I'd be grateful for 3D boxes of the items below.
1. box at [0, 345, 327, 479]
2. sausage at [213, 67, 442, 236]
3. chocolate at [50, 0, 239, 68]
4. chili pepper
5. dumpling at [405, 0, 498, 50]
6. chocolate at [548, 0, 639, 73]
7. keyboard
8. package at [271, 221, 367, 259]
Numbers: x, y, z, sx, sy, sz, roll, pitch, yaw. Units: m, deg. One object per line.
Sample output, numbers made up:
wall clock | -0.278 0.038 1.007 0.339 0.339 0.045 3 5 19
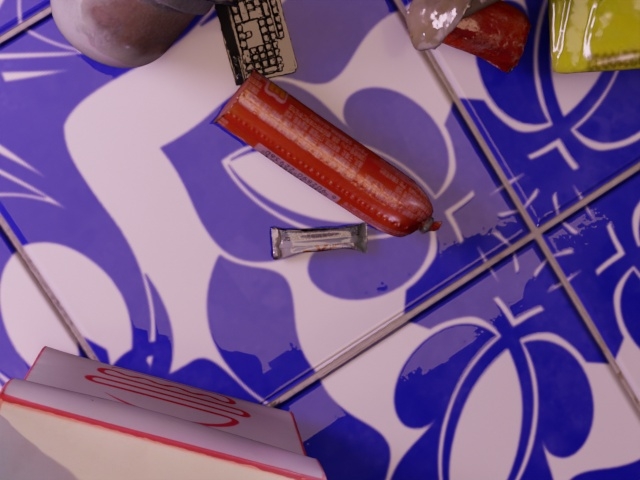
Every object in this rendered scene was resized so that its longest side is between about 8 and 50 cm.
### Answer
box | -0.193 0.305 1.222 0.312 0.300 0.314 16 94 -8
sausage | 0.017 -0.083 1.339 0.274 0.074 0.074 34 89 -9
chocolate | -0.198 -0.255 1.264 0.221 0.221 0.147 30 118 -9
chili pepper | 0.169 -0.238 1.354 0.123 0.070 0.073 19 121 -11
dumpling | 0.188 -0.357 1.295 0.086 0.166 0.332 20 75 -53
chocolate | 0.394 -0.328 1.302 0.301 0.137 0.288 -1 95 17
keyboard | -0.083 -0.272 1.339 0.074 0.015 0.196 -15 96 -7
package | 0.000 0.000 1.373 0.110 0.015 0.037 -4 96 -7
